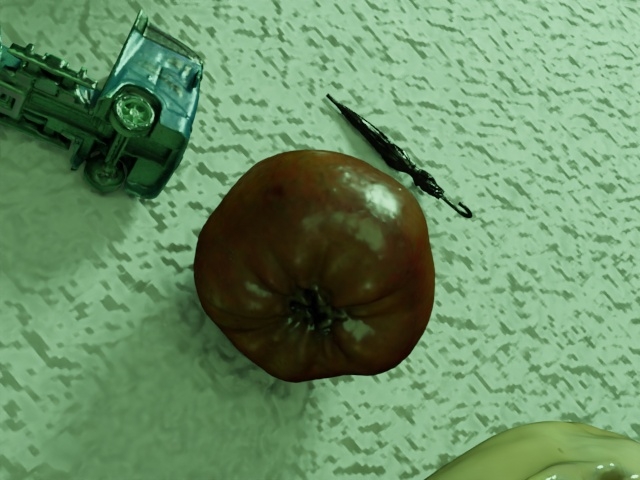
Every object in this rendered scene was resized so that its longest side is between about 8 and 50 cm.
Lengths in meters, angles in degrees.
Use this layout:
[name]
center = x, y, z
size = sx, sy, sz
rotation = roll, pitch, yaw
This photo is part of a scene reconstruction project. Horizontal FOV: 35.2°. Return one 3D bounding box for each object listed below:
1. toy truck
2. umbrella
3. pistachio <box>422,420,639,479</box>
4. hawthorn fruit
[toy truck]
center = -0.148, -0.092, 0.523
size = 0.175, 0.067, 0.081
rotation = 23, 51, -15
[umbrella]
center = 0.049, -0.053, 0.648
size = 0.122, 0.022, 0.013
rotation = 41, 77, 7
[pistachio]
center = 0.084, 0.208, 0.435
size = 0.193, 0.214, 0.318
rotation = 21, 54, 34
[hawthorn fruit]
center = -0.004, 0.012, 0.527
size = 0.125, 0.140, 0.125
rotation = -6, 106, -23
